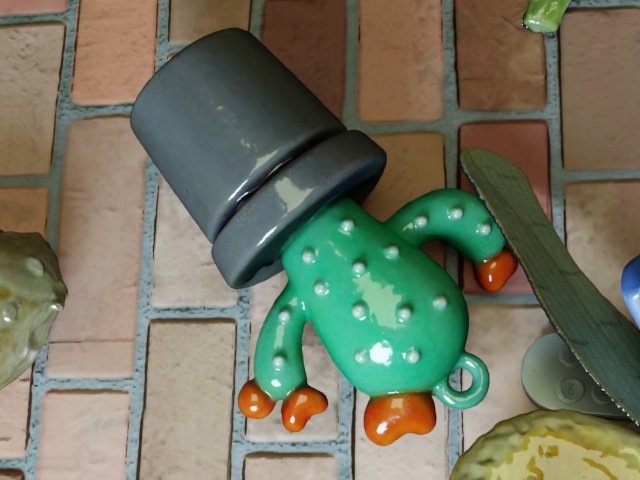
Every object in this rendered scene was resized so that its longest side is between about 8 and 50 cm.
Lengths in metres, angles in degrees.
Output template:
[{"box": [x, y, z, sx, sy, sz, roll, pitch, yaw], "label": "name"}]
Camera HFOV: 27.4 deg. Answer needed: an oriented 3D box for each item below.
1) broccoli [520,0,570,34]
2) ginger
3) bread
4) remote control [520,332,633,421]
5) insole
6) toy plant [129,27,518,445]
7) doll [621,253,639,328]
[{"box": [0.255, -0.302, 1.304, 0.118, 0.122, 0.204, 19, 88, 29], "label": "broccoli"}, {"box": [-0.402, 0.041, 1.234, 0.304, 0.155, 0.244, 36, 81, 17], "label": "ginger"}, {"box": [0.211, 0.265, 1.081, 0.244, 0.134, 0.244, -4, 70, 10], "label": "bread"}, {"box": [0.303, 0.125, 1.174, 0.245, 0.022, 0.077, 3, 72, 9], "label": "remote control"}, {"box": [0.219, 0.038, 1.158, 0.009, 0.119, 0.348, -53, 49, 31], "label": "insole"}, {"box": [0.010, -0.006, 1.186, 0.279, 0.185, 0.400, -31, 74, -34], "label": "toy plant"}, {"box": [0.376, 0.021, 1.057, 0.365, 0.376, 0.187, -45, 97, -3], "label": "doll"}]
